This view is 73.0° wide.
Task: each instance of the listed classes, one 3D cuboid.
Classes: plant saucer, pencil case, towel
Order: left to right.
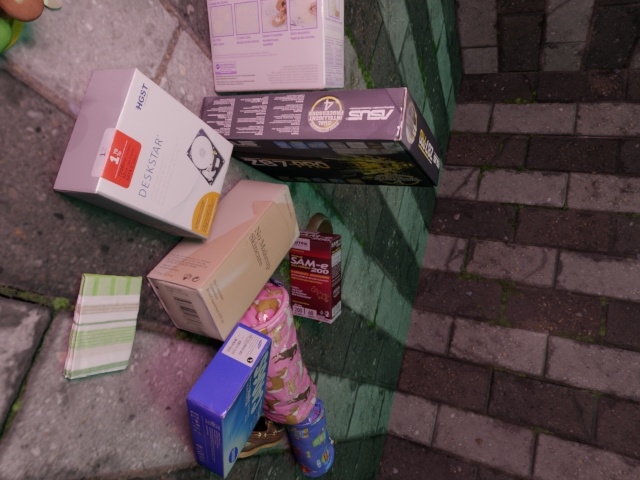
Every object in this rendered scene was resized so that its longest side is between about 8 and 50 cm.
[{"bbox_3d":[-0.333,0.128,0.669,0.113,0.023,0.152,17,80,-67],"label":"towel"},{"bbox_3d":[-0.113,0.267,1.007,0.167,0.160,0.386,-59,146,-45],"label":"pencil case"},{"bbox_3d":[-0.029,0.594,1.324,0.133,0.119,0.306,-29,129,-24],"label":"pencil case"},{"bbox_3d":[0.000,0.000,1.316,0.168,0.029,0.168,-30,124,-58],"label":"plant saucer"}]

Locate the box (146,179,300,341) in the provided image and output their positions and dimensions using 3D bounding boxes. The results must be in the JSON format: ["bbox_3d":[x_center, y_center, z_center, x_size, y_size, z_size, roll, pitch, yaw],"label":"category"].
[{"bbox_3d":[-0.171,0.024,0.852,0.311,0.121,0.148,-58,147,-40],"label":"box"}]

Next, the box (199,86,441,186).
[{"bbox_3d":[0.014,-0.190,0.857,0.318,0.395,0.097,21,77,-65],"label":"box"}]

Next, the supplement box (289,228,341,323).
[{"bbox_3d":[-0.013,0.098,1.199,0.073,0.130,0.239,-32,125,-58],"label":"supplement box"}]

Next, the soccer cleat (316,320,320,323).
[{"bbox_3d":[0.009,0.241,1.408,0.083,0.029,0.035,-64,146,-42],"label":"soccer cleat"}]

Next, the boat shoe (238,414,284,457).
[{"bbox_3d":[-0.151,0.482,1.093,0.207,0.073,0.073,20,81,-65],"label":"boat shoe"}]

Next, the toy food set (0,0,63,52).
[{"bbox_3d":[-0.356,-0.254,0.439,0.218,0.071,0.128,-64,150,-33],"label":"toy food set"}]

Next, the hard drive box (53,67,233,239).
[{"bbox_3d":[-0.256,-0.119,0.672,0.232,0.089,0.181,31,69,-63],"label":"hard drive box"}]

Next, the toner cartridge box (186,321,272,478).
[{"bbox_3d":[-0.176,0.329,0.857,0.165,0.075,0.348,-56,165,-41],"label":"toner cartridge box"}]

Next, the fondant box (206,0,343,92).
[{"bbox_3d":[-0.082,-0.436,0.762,0.096,0.238,0.330,-35,129,-56],"label":"fondant box"}]
